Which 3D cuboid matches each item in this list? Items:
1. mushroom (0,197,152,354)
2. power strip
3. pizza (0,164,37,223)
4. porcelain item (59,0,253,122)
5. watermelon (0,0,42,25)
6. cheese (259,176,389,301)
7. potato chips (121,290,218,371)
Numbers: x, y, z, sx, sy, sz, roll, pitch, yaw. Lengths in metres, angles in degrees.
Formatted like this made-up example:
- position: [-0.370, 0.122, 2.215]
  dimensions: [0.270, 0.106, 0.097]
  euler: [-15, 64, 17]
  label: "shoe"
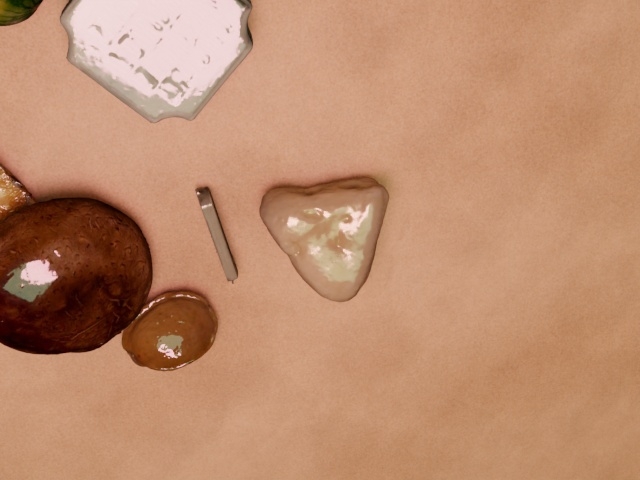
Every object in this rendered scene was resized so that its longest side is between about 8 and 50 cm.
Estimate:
- position: [-0.480, 0.075, 1.404]
  dimensions: [0.239, 0.345, 0.345]
  euler: [34, 109, 17]
  label: "mushroom"
- position: [-0.207, -0.006, 1.501]
  dimensions: [0.029, 0.080, 0.226]
  euler: [-19, 118, -6]
  label: "power strip"
- position: [-0.612, -0.089, 1.397]
  dimensions: [0.154, 0.069, 0.193]
  euler: [-12, 115, -5]
  label: "pizza"
- position: [-0.278, -0.370, 1.273]
  dimensions: [0.281, 0.157, 0.286]
  euler: [35, 104, -25]
  label: "porcelain item"
- position: [-0.558, -0.465, 1.198]
  dimensions: [0.204, 0.127, 0.232]
  euler: [-27, 111, 7]
  label: "watermelon"
- position: [0.000, 0.000, 1.488]
  dimensions: [0.251, 0.173, 0.247]
  euler: [-1, 106, -10]
  label: "cheese"
- position: [-0.323, 0.187, 1.584]
  dimensions: [0.195, 0.062, 0.208]
  euler: [17, 110, -23]
  label: "potato chips"
